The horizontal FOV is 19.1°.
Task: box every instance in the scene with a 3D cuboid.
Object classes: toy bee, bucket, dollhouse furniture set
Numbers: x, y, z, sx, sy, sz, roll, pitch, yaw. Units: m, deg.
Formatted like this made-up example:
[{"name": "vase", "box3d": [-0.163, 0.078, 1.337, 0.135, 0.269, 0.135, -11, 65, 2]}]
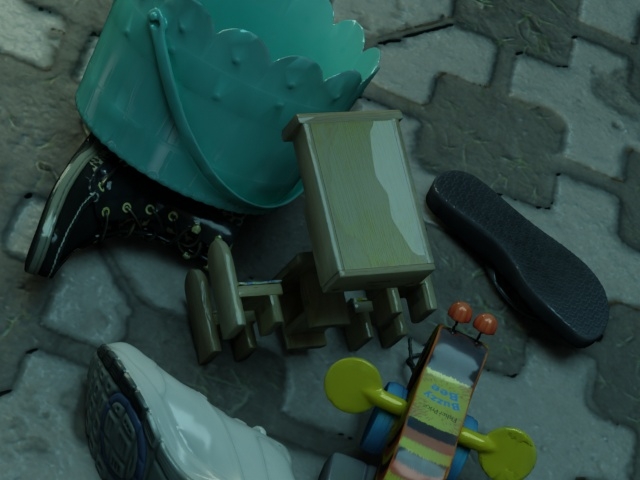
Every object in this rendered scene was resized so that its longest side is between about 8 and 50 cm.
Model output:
[{"name": "toy bee", "box3d": [0.098, 0.140, 1.761, 0.195, 0.162, 0.298, 11, 36, -18]}, {"name": "bucket", "box3d": [-0.097, -0.165, 1.885, 0.281, 0.183, 0.281, 26, 22, -11]}, {"name": "dollhouse furniture set", "box3d": [0.000, 0.000, 1.816, 0.212, 0.242, 0.161, -4, 70, -25]}]

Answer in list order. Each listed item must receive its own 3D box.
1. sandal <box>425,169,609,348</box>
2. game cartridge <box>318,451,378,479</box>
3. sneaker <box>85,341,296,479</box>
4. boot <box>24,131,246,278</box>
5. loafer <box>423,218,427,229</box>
[{"name": "sandal", "box3d": [0.211, 0.024, 2.028, 0.097, 0.054, 0.254, -17, 53, -40]}, {"name": "game cartridge", "box3d": [0.067, 0.371, 1.686, 0.230, 0.068, 0.355, 19, 47, -3]}, {"name": "sneaker", "box3d": [-0.105, 0.201, 1.713, 0.129, 0.111, 0.297, -17, 54, -43]}, {"name": "boot", "box3d": [-0.173, -0.018, 1.854, 0.178, 0.085, 0.236, 28, 38, -2]}, {"name": "loafer", "box3d": [0.063, -0.050, 2.013, 0.050, 0.056, 0.148, -17, 73, -33]}]
